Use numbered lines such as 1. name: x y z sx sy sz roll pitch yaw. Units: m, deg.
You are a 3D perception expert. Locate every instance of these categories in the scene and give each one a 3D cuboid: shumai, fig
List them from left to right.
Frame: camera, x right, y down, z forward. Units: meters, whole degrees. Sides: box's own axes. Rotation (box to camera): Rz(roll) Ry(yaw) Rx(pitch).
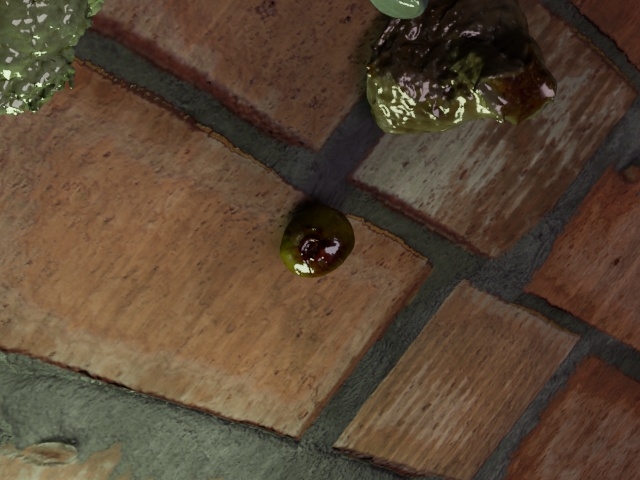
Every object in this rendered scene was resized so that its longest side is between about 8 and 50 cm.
1. fig: 0.000 0.000 1.550 0.098 0.082 0.084 -37 140 -76
2. shumai: 0.162 -0.174 1.456 0.206 0.175 0.166 -39 142 -6

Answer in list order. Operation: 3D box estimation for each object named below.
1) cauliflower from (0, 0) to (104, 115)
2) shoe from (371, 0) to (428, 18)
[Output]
1. cauliflower: -0.254 -0.211 0.997 0.275 0.272 0.250 -35 175 7
2. shoe: 0.062 -0.308 1.341 0.195 0.079 0.078 60 41 -44
